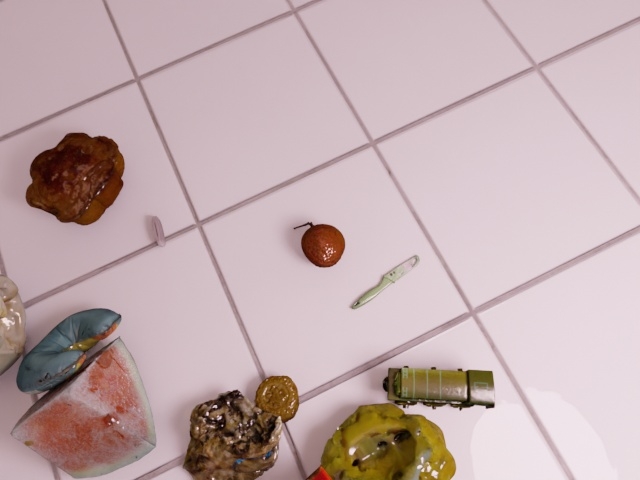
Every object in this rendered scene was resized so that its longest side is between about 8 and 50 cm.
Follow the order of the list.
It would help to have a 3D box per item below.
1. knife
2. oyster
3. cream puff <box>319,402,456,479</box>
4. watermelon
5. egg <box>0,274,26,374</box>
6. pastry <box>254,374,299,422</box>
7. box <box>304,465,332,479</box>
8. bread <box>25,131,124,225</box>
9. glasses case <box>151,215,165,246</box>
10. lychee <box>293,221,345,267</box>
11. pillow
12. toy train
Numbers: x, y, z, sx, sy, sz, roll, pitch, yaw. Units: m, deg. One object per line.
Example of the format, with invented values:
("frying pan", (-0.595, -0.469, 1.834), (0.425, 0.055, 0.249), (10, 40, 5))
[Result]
("knife", (0.155, 0.099, 1.210), (0.207, 0.014, 0.030), (-35, 72, -9))
("oyster", (-0.194, 0.434, 1.072), (0.214, 0.083, 0.223), (19, 92, 19))
("cream puff", (0.129, 0.455, 1.000), (0.281, 0.185, 0.282), (-1, 74, 4))
("watermelon", (-0.487, 0.366, 1.069), (0.212, 0.201, 0.262), (-33, 75, 3))
("egg", (-0.834, 0.209, 1.108), (0.335, 0.278, 0.279), (-15, 70, -6))
("pastry", (-0.094, 0.351, 1.120), (0.097, 0.057, 0.109), (24, 72, 17))
("box", (-0.047, 0.602, 0.944), (0.197, 0.089, 0.313), (47, 110, 18))
("bread", (-0.617, -0.163, 1.294), (0.232, 0.135, 0.247), (25, 75, 12))
("glasses case", (-0.408, -0.023, 1.284), (0.021, 0.032, 0.083), (-17, 71, -4))
("lychee", (0.001, 0.002, 1.207), (0.114, 0.101, 0.140), (-10, 67, -4))
("pillow", (-0.559, 0.240, 1.122), (0.214, 0.086, 0.233), (-16, 24, 33))
("toy train", (0.245, 0.307, 1.065), (0.225, 0.137, 0.090), (1, 71, 4))
